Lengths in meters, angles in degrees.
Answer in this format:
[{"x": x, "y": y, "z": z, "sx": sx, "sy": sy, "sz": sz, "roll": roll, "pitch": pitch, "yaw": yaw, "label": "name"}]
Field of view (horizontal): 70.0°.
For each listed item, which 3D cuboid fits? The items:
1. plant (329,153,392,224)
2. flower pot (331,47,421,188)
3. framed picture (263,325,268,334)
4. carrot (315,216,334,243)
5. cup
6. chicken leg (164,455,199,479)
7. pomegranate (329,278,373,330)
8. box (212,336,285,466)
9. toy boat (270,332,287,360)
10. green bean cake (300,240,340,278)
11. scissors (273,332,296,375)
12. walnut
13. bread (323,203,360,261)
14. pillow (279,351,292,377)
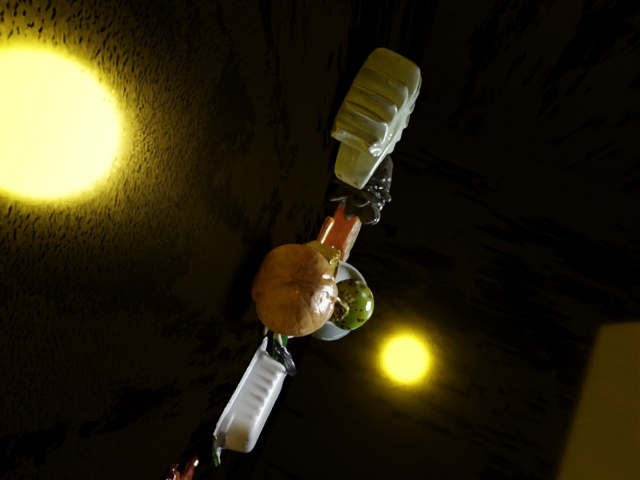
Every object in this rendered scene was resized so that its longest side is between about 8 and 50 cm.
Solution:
[{"x": 0.144, "y": -0.178, "z": 1.546, "sx": 0.189, "sy": 0.198, "sz": 0.276, "roll": 98, "pitch": 9, "yaw": -50, "label": "plant"}, {"x": 0.139, "y": -0.313, "z": 1.232, "sx": 0.254, "sy": 0.164, "sz": 0.367, "roll": -60, "pitch": 171, "yaw": -12, "label": "flower pot"}, {"x": -0.150, "y": 0.233, "z": 1.360, "sx": 0.089, "sy": 0.006, "sz": 0.066, "roll": 105, "pitch": 11, "yaw": -45, "label": "framed picture"}, {"x": 0.000, "y": 0.000, "z": 1.653, "sx": 0.037, "sy": 0.037, "sz": 0.190, "roll": 77, "pitch": 37, "yaw": -78, "label": "carrot"}, {"x": -0.002, "y": 0.276, "z": 1.789, "sx": 0.356, "sy": 0.259, "sz": 0.275, "roll": -31, "pitch": 159, "yaw": -20, "label": "cup"}, {"x": -0.300, "y": 0.511, "z": 0.954, "sx": 0.205, "sy": 0.053, "sz": 0.093, "roll": 103, "pitch": -4, "yaw": -71, "label": "chicken leg"}, {"x": 0.066, "y": 0.182, "z": 1.342, "sx": 0.220, "sy": 0.156, "sz": 0.156, "roll": 22, "pitch": 91, "yaw": -48, "label": "pomegranate"}, {"x": -0.202, "y": 0.491, "z": 1.373, "sx": 0.264, "sy": 0.105, "sz": 0.337, "roll": 105, "pitch": 11, "yaw": -46, "label": "box"}, {"x": -0.142, "y": 0.343, "z": 1.587, "sx": 0.210, "sy": 0.052, "sz": 0.104, "roll": 101, "pitch": 16, "yaw": -52, "label": "toy boat"}, {"x": -0.035, "y": 0.122, "z": 1.392, "sx": 0.229, "sy": 0.131, "sz": 0.224, "roll": -37, "pitch": 147, "yaw": -70, "label": "green bean cake"}, {"x": -0.122, "y": 0.289, "z": 1.343, "sx": 0.022, "sy": 0.109, "sz": 0.300, "roll": -29, "pitch": 133, "yaw": -24, "label": "scissors"}, {"x": -0.055, "y": 0.107, "z": 0.983, "sx": 0.222, "sy": 0.195, "sz": 0.196, "roll": 87, "pitch": 26, "yaw": -70, "label": "walnut"}, {"x": 0.112, "y": -0.063, "z": 1.985, "sx": 0.328, "sy": 0.114, "sz": 0.295, "roll": -59, "pitch": 167, "yaw": -48, "label": "bread"}, {"x": -0.185, "y": 0.609, "z": 2.073, "sx": 0.209, "sy": 0.055, "sz": 0.141, "roll": -64, "pitch": 180, "yaw": -23, "label": "pillow"}]
